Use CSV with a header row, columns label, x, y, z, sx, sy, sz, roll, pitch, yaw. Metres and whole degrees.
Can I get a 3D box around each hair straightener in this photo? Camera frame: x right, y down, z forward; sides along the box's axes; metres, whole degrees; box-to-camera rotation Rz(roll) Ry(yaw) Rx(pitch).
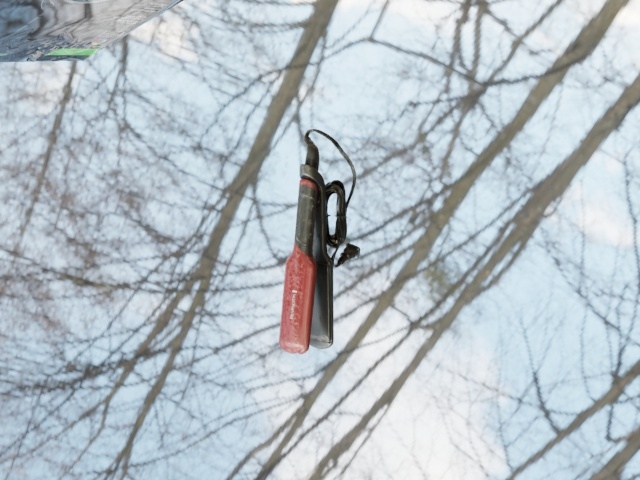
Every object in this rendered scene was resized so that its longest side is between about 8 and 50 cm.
label,x,y,z,sx,sy,sz,roll,pitch,yaw
hair straightener,0.000,0.000,0.989,0.047,0.230,0.089,0,180,40

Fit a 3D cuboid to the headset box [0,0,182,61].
label,x,y,z,sx,sy,sz,roll,pitch,yaw
headset box,-0.216,-0.250,0.772,0.246,0.283,0.131,-21,-90,-60
